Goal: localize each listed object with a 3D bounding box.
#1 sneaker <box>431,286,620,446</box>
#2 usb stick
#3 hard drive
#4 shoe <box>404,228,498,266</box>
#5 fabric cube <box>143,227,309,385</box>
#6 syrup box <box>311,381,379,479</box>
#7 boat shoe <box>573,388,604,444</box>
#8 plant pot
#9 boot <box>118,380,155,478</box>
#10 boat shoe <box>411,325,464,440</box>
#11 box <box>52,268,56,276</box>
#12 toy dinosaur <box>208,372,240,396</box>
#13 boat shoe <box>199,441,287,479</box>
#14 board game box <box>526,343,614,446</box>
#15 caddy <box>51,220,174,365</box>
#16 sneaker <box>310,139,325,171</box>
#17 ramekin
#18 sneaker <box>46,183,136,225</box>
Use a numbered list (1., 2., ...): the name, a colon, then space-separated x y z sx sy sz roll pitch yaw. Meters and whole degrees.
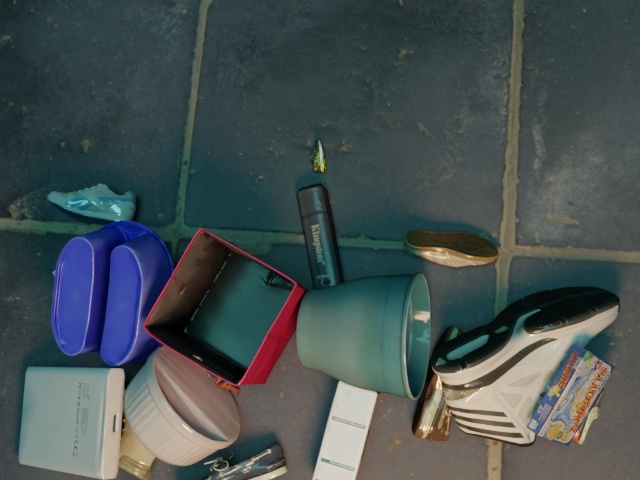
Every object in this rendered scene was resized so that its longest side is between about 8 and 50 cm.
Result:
1. sneaker: 0.468 0.282 1.614 0.447 0.169 0.257 -22 109 -12
2. usb stick: 0.000 0.000 1.768 0.077 0.045 0.278 -12 79 6
3. hard drive: -0.577 0.409 1.694 0.353 0.047 0.233 -7 77 39
4. shoe: 0.302 0.020 1.717 0.219 0.058 0.076 10 51 6
5. fabric cube: -0.195 0.158 1.662 0.254 0.258 0.259 29 85 12
6. syrup box: 0.058 0.441 1.654 0.096 0.093 0.237 15 83 11
7. boat shoe: 0.583 0.377 1.607 0.043 0.049 0.137 31 88 10
8. plant pot: 0.092 0.202 1.616 0.255 0.271 0.271 1 80 19
9. boot: -0.457 0.442 1.746 0.213 0.077 0.165 34 90 13
10. boat shoe: 0.286 0.323 1.650 0.095 0.095 0.257 19 89 -2
11. box: -0.567 0.098 1.825 0.126 0.072 0.137 -37 77 -1
12. toy dinosaur: -0.217 0.331 1.711 0.047 0.082 0.090 -38 89 18
13. boat shoe: -0.204 0.528 1.679 0.254 0.095 0.079 -18 79 4
14. board game box: 0.525 0.326 1.545 0.035 0.136 0.201 32 93 49
15. caddy: -0.469 0.125 1.696 0.241 0.179 0.341 11 98 15
16. sneaker: -0.009 -0.208 1.814 0.035 0.031 0.083 -8 79 8
17. ramekin: -0.316 0.375 1.644 0.127 0.273 0.273 -41 76 12
18. sneaker: -0.574 -0.096 1.862 0.229 0.087 0.092 12 75 4
